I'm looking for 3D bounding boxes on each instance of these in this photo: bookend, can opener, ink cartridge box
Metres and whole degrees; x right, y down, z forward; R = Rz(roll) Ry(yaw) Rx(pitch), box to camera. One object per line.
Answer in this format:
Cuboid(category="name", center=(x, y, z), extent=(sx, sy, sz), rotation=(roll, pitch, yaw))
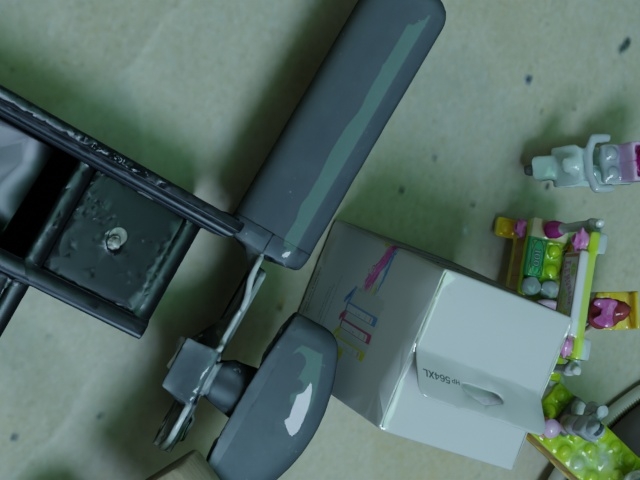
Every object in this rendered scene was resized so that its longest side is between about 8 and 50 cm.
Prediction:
Cuboid(category="bookend", center=(-0.149, 0.017, 0.682), extent=(0.156, 0.072, 0.157), rotation=(31, 88, -30))
Cuboid(category="can opener", center=(0.000, 0.000, 0.742), extent=(0.095, 0.076, 0.283), rotation=(30, 89, -3))
Cuboid(category="ink cartridge box", center=(0.060, 0.056, 0.756), extent=(0.092, 0.143, 0.090), rotation=(20, 93, -29))

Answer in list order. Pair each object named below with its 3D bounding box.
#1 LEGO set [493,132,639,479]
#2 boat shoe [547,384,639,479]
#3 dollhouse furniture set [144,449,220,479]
Cuboid(category="LEGO set", center=(0.171, 0.082, 0.800), extent=(0.132, 0.107, 0.287), rotation=(-12, 90, -14))
Cuboid(category="boat shoe", center=(0.295, 0.138, 0.923), extent=(0.324, 0.097, 0.116), rotation=(-21, 111, -21))
Cuboid(category="dollhouse furniture set", center=(-0.099, 0.217, 0.683), extent=(0.151, 0.123, 0.144), rotation=(-34, 93, 26))
